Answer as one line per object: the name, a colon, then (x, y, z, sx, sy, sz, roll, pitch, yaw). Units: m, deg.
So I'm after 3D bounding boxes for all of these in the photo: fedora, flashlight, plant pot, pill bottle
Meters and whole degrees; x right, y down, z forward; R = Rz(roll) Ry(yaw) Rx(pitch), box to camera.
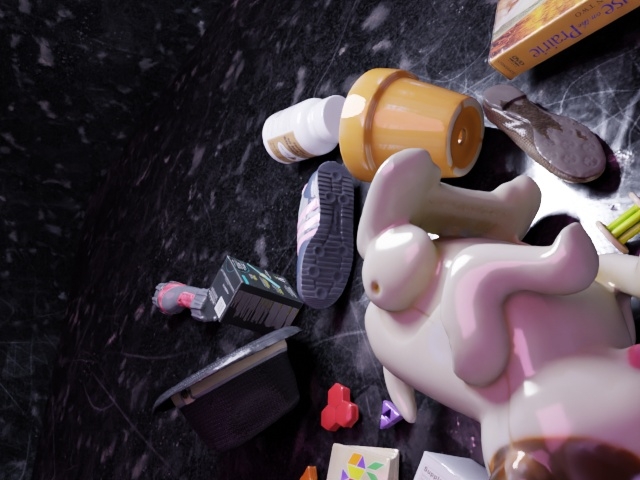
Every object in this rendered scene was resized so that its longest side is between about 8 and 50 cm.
fedora: (-0.152, 0.302, 1.025, 0.334, 0.334, 0.153, -36, 78, 36)
flashlight: (-0.374, 0.175, 1.477, 0.304, 0.103, 0.103, 4, 100, 53)
plant pot: (0.168, -0.187, 0.906, 0.187, 0.205, 0.205, 18, 85, 39)
pill bottle: (-0.026, -0.263, 1.244, 0.229, 0.131, 0.131, -4, 67, 52)

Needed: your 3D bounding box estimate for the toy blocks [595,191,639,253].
toy blocks: (0.410, -0.026, 0.592, 0.148, 0.054, 0.123, -46, 40, 27)

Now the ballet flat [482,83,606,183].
ballet flat: (0.326, -0.157, 0.788, 0.084, 0.058, 0.250, -26, 46, -5)

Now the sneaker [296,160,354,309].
sneaker: (0.000, 0.000, 1.099, 0.131, 0.112, 0.319, 141, 143, -59)

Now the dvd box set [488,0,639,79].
dvd box set: (0.431, -0.449, 0.730, 0.420, 0.062, 0.308, -21, 48, 58)

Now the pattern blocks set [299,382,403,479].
pattern blocks set: (0.059, 0.412, 0.822, 0.285, 0.026, 0.325, 2, 72, 54)

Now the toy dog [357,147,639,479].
toy dog: (0.205, 0.134, 0.581, 0.396, 0.284, 0.408, -60, 36, 20)

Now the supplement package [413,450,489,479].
supplement package: (0.162, 0.371, 0.641, 0.105, 0.105, 0.180, 18, 85, 55)

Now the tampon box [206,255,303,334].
tampon box: (-0.143, 0.126, 1.143, 0.102, 0.160, 0.120, -59, 34, 10)
